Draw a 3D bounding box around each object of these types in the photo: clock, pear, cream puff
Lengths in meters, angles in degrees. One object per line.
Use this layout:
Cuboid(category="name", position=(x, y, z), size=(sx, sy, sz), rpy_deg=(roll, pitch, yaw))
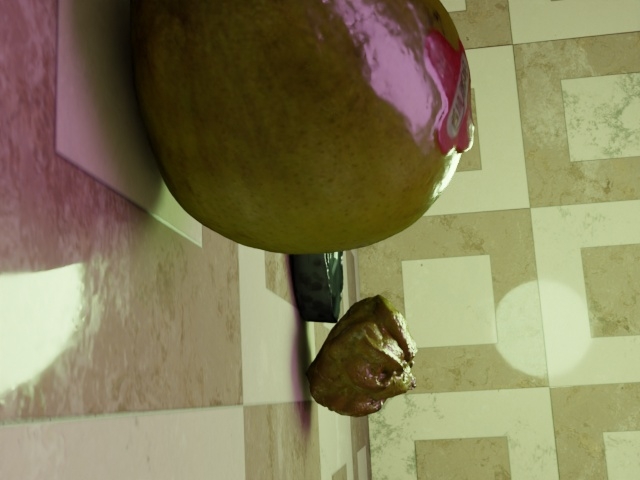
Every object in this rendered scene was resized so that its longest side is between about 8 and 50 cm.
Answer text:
Cuboid(category="clock", position=(0.000, 0.000, 1.513), size=(0.325, 0.067, 0.325), rpy_deg=(-2, 90, -83))
Cuboid(category="pear", position=(-0.030, -0.148, 0.651), size=(0.375, 0.287, 0.288), rpy_deg=(43, 39, -51))
Cuboid(category="cream puff", position=(0.081, 0.217, 1.459), size=(0.196, 0.244, 0.244), rpy_deg=(55, 15, -13))
